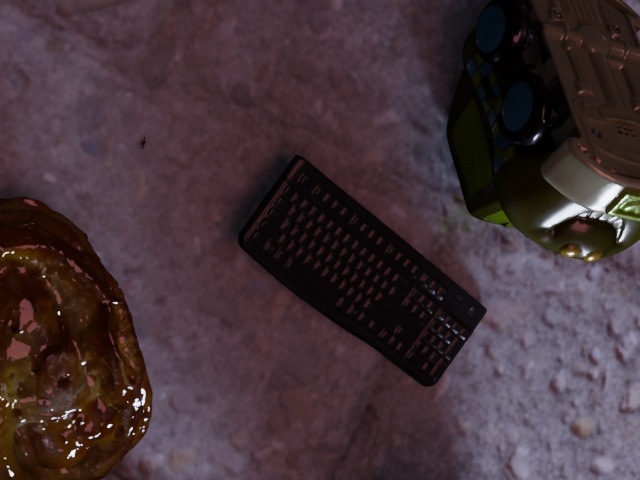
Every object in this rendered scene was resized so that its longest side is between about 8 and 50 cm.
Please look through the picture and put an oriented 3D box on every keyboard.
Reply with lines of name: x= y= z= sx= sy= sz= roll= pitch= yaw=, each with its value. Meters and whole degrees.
keyboard: x=0.006 y=0.003 z=1.631 sx=0.381 sy=0.041 sz=0.103 roll=37 pitch=86 yaw=-30

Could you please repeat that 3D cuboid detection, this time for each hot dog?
hot dog: x=-0.230 y=0.101 z=1.500 sx=0.175 sy=0.114 sz=0.259 roll=-29 pitch=115 yaw=-16

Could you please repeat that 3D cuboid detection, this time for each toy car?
toy car: x=0.199 y=-0.086 z=1.614 sx=0.204 sy=0.248 sz=0.198 roll=10 pitch=138 yaw=-31
